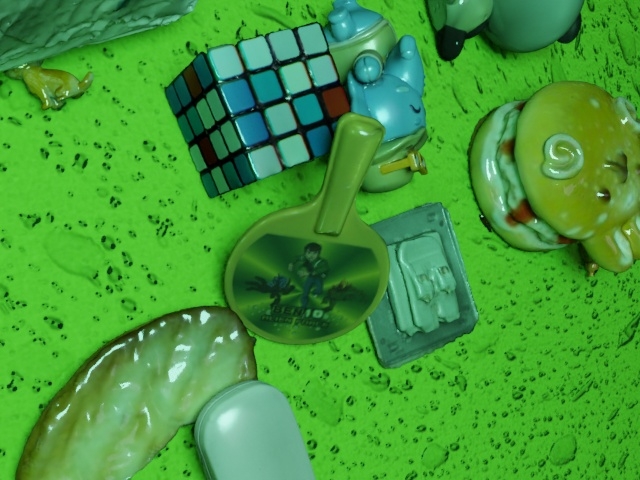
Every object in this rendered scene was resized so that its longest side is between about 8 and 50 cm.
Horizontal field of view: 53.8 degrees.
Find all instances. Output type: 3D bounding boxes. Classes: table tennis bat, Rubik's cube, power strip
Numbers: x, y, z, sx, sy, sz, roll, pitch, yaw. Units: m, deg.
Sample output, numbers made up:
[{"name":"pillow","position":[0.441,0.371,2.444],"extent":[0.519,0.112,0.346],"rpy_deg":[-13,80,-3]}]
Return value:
[{"name":"table tennis bat","position":[0.000,0.000,0.735],"extent":[0.198,0.050,0.321],"rpy_deg":[11,122,-15]},{"name":"Rubik's cube","position":[-0.071,-0.151,0.754],"extent":[0.155,0.154,0.151],"rpy_deg":[-24,96,-28]},{"name":"power strip","position":[0.489,-0.021,1.122],"extent":[0.049,0.028,0.178],"rpy_deg":[16,76,-27]},{"name":"power strip","position":[0.145,0.060,0.902],"extent":[0.198,0.064,0.213],"rpy_deg":[-20,93,-31]}]

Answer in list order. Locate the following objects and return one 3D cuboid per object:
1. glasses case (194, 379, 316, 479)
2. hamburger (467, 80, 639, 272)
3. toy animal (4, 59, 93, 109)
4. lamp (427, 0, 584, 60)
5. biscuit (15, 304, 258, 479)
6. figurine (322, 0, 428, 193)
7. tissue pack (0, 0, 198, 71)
[{"name":"glasses case","position":[-0.060,0.306,0.740],"extent":[0.113,0.075,0.297],"rpy_deg":[-23,106,-30]},{"name":"hamburger","position":[0.390,-0.095,0.989],"extent":[0.260,0.186,0.303],"rpy_deg":[-15,94,-29]},{"name":"toy animal","position":[-0.301,-0.188,0.688],"extent":[0.081,0.060,0.083],"rpy_deg":[-28,101,12]},{"name":"lamp","position":[0.287,-0.384,0.977],"extent":[0.243,0.198,0.198],"rpy_deg":[-16,92,-7]},{"name":"biscuit","position":[-0.202,0.180,0.703],"extent":[0.299,0.045,0.154],"rpy_deg":[-32,107,-27]},{"name":"figurine","position":[0.062,-0.191,0.829],"extent":[0.153,0.180,0.262],"rpy_deg":[-20,103,-10]},{"name":"tissue pack","position":[-0.309,-0.376,0.593],"extent":[0.297,0.207,0.381],"rpy_deg":[-29,89,-29]}]
